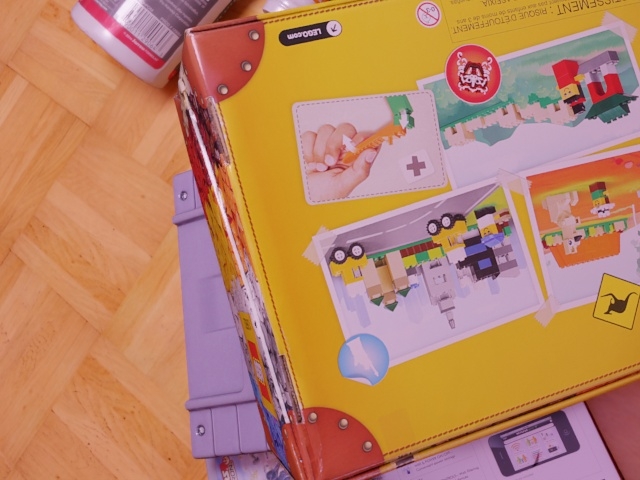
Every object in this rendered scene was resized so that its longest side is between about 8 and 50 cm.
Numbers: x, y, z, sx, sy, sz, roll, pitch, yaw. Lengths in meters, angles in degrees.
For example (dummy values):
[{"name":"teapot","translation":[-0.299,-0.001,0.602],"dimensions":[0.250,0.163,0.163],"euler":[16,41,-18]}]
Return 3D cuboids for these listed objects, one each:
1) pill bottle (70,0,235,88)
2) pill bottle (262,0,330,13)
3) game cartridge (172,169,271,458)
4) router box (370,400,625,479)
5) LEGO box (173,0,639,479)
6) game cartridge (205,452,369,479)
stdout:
[{"name":"pill bottle","translation":[-0.213,-0.405,1.093],"dimensions":[0.318,0.176,0.176],"euler":[-48,66,5]},{"name":"pill bottle","translation":[-0.016,-0.383,1.059],"dimensions":[0.086,0.086,0.152],"euler":[37,94,25]},{"name":"game cartridge","translation":[-0.066,0.063,0.841],"dimensions":[0.230,0.068,0.355],"euler":[-16,73,32]},{"name":"router box","translation":[0.151,0.241,0.851],"dimensions":[0.335,0.082,0.301],"euler":[-26,70,15]},{"name":"LEGO box","translation":[0.154,-0.039,0.682],"dimensions":[0.500,0.193,0.373],"euler":[-15,90,-14]},{"name":"game cartridge","translation":[-0.038,0.291,0.848],"dimensions":[0.198,0.062,0.297],"euler":[-25,70,21]}]
